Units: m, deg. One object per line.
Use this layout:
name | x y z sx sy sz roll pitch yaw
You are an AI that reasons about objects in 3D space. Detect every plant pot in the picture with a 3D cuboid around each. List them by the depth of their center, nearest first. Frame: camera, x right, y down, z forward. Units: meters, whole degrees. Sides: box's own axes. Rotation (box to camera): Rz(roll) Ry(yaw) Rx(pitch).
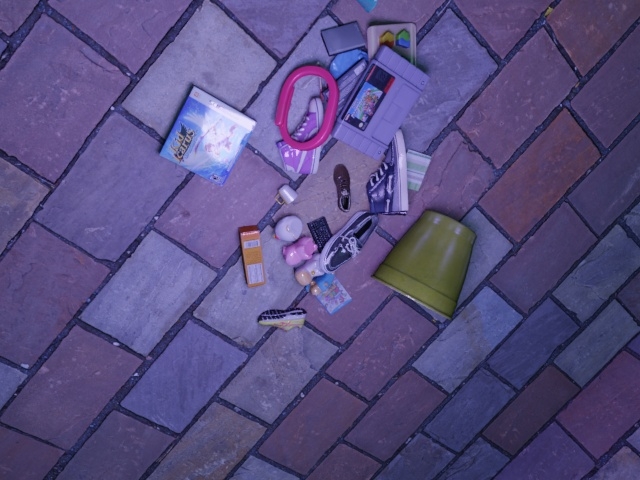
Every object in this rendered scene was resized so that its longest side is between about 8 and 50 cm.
plant pot | 0.446 0.081 1.930 0.367 0.366 0.352 29 90 -22

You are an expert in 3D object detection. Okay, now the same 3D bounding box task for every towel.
towel | 0.372 -0.284 1.931 0.113 0.023 0.151 14 108 -17

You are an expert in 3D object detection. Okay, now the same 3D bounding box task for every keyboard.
keyboard | 0.000 0.000 1.940 0.108 0.023 0.180 -25 113 -4

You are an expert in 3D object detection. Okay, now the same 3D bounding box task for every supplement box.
supplement box | -0.267 0.063 1.865 0.080 0.078 0.233 -8 113 -15

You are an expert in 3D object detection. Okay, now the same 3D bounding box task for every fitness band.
fitness band | -0.045 -0.458 1.664 0.209 0.054 0.290 14 94 18

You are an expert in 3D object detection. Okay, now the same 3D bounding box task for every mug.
mug | -0.134 -0.175 1.820 0.078 0.062 0.064 -42 107 -3

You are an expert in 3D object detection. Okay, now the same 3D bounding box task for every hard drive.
hard drive | 0.079 -0.703 1.670 0.135 0.022 0.094 -18 81 -8

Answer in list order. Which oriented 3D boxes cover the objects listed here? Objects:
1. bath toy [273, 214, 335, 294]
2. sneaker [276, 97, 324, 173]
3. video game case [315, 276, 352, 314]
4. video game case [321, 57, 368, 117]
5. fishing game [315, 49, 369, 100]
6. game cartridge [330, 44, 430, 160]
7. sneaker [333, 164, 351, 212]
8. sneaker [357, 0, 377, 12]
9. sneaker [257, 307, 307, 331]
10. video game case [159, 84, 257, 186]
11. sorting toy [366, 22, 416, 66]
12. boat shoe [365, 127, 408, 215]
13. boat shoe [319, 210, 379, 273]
bath toy | -0.084 0.057 1.888 0.151 0.129 0.348 -50 122 -33
sneaker | -0.076 -0.381 1.735 0.161 0.102 0.281 4 109 -12
video game case | 0.047 0.229 2.042 0.119 0.015 0.166 -36 115 1
video game case | 0.150 -0.494 1.760 0.196 0.026 0.274 -41 123 -3
fishing game | 0.109 -0.598 1.732 0.264 0.041 0.189 -16 115 -18
game cartridge | 0.212 -0.486 1.719 0.230 0.068 0.355 20 111 -34
sneaker | 0.095 -0.200 1.861 0.066 0.071 0.188 -13 113 -9
sneaker | 0.109 -0.843 1.600 0.296 0.124 0.178 -29 105 -4
sneaker | -0.160 0.342 1.997 0.209 0.081 0.094 -1 113 -15
video game case | -0.394 -0.362 1.681 0.244 0.061 0.269 26 102 -21
sorting toy | 0.264 -0.674 1.716 0.208 0.038 0.192 -17 115 -27
boat shoe | 0.252 -0.257 1.858 0.158 0.127 0.340 -4 101 5
boat shoe | 0.122 0.012 1.884 0.306 0.105 0.113 -45 120 -15
